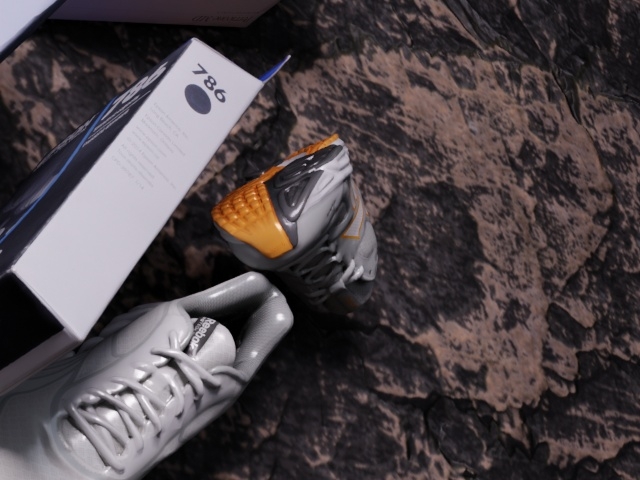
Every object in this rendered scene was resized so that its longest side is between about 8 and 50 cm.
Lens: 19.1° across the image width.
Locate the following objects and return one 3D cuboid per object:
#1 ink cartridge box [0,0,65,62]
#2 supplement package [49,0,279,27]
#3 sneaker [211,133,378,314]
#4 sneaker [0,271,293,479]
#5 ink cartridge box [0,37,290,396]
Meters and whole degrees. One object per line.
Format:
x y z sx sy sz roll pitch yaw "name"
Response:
-0.233 -0.101 1.110 0.065 0.186 0.311 46 37 -13 "ink cartridge box"
-0.129 -0.281 1.400 0.262 0.145 0.204 -6 69 -51 "supplement package"
0.000 0.000 1.334 0.121 0.099 0.262 64 10 -5 "sneaker"
-0.120 0.098 1.160 0.110 0.118 0.292 56 37 -6 "sneaker"
-0.145 -0.020 1.174 0.065 0.165 0.333 48 36 -12 "ink cartridge box"
